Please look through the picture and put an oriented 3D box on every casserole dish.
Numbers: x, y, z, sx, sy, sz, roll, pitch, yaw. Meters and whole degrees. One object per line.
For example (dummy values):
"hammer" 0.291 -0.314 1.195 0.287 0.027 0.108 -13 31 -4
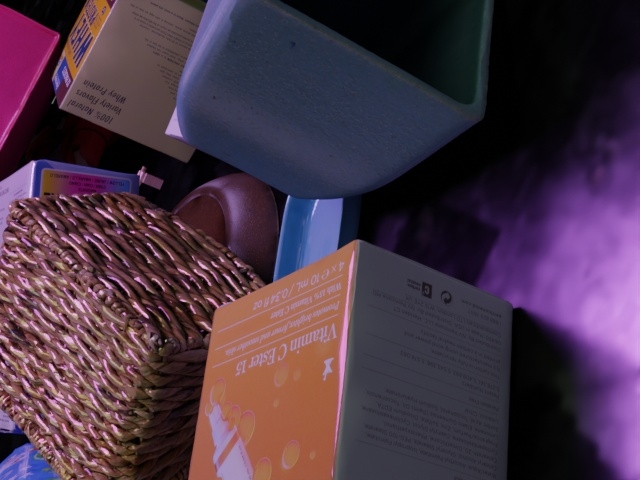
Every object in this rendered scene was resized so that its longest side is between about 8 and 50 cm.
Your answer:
"casserole dish" 0.000 0.000 1.217 0.114 0.037 0.189 -25 51 50

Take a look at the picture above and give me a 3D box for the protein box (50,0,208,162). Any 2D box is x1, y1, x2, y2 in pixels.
"protein box" -0.230 -0.251 1.598 0.201 0.199 0.136 -57 30 18

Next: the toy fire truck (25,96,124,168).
"toy fire truck" -0.370 -0.112 1.816 0.217 0.158 0.246 -31 35 46

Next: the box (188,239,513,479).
"box" 0.014 0.208 0.918 0.215 0.168 0.345 -27 48 48

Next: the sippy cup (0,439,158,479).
"sippy cup" -0.291 0.334 1.300 0.224 0.305 0.240 -136 27 -70

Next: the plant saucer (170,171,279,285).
"plant saucer" -0.157 0.055 1.427 0.310 0.050 0.311 -38 41 42

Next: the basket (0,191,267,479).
"basket" -0.195 0.110 1.234 0.299 0.213 0.223 36 118 35

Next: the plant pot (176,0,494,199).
"plant pot" -0.008 -0.184 1.132 0.252 0.247 0.247 -44 26 45

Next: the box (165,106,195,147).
"box" -0.102 -0.187 1.454 0.130 0.091 0.171 20 87 60

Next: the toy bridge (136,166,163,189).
"toy bridge" -0.288 -0.019 1.672 0.026 0.063 0.188 26 94 61

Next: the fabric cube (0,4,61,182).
"fabric cube" -0.540 -0.220 1.692 0.254 0.259 0.258 -63 8 -8

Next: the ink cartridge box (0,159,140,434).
"ink cartridge box" -0.354 0.115 1.530 0.270 0.151 0.396 -12 72 62

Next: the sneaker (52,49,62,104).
"sneaker" -0.375 -0.266 1.950 0.282 0.102 0.161 -44 40 35
